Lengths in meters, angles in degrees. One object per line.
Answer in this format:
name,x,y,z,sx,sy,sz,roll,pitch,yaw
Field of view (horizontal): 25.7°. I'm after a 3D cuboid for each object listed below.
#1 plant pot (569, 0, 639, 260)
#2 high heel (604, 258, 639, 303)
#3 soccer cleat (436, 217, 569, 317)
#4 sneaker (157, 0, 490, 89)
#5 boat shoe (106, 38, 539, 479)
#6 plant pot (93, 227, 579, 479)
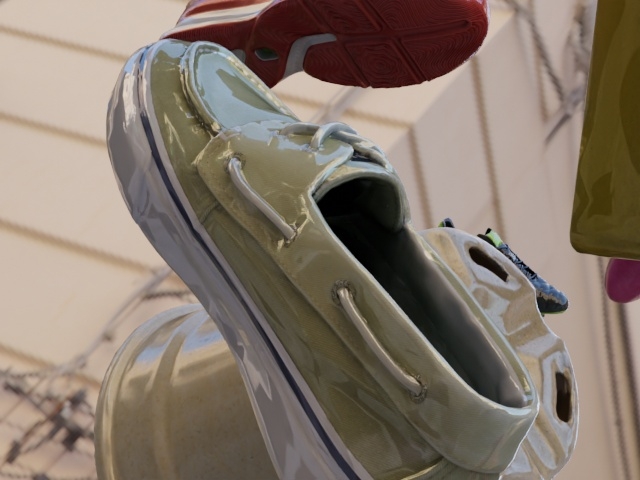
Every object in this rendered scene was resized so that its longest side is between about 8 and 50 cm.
plant pot,0.288,-0.084,0.771,0.187,0.212,0.212,17,-73,48
high heel,0.339,0.004,1.181,0.244,0.082,0.117,-49,-128,33
soccer cleat,0.202,0.031,1.592,0.179,0.060,0.072,24,-63,24
sneaker,0.008,-0.159,0.828,0.221,0.128,0.087,0,-34,33
boat shoe,0.000,0.000,0.599,0.094,0.109,0.302,-53,-131,25
plant pot,0.033,0.150,1.181,0.305,0.334,0.334,-32,-77,38
